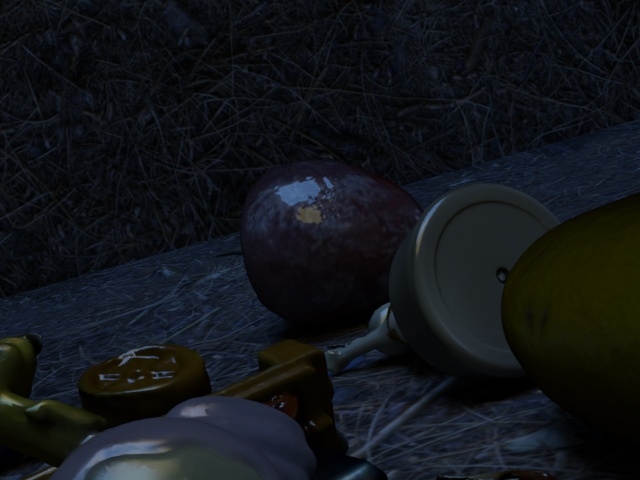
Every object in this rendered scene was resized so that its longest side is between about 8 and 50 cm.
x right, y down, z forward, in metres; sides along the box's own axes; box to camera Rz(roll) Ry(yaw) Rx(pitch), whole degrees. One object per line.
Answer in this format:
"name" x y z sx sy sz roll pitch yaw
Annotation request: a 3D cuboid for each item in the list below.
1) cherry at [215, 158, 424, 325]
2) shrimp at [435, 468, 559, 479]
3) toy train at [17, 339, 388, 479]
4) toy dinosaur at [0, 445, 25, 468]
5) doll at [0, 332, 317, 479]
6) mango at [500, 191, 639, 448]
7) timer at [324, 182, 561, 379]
"cherry" 0.000 0.000 1.395 0.285 0.213 0.236 -4 19 14
"shrimp" 0.114 0.167 0.697 0.095 0.045 0.162 5 -13 -42
"toy train" -0.112 0.185 0.546 0.369 0.163 0.231 -21 23 -35
"toy dinosaur" -0.361 0.228 1.113 0.247 0.075 0.188 -6 21 22
"doll" 0.024 0.142 0.402 0.365 0.094 0.160 16 37 7
"mango" 0.264 0.035 0.739 0.253 0.182 0.365 -24 15 -26
"timer" 0.110 0.070 1.072 0.175 0.175 0.266 -19 -9 -27
